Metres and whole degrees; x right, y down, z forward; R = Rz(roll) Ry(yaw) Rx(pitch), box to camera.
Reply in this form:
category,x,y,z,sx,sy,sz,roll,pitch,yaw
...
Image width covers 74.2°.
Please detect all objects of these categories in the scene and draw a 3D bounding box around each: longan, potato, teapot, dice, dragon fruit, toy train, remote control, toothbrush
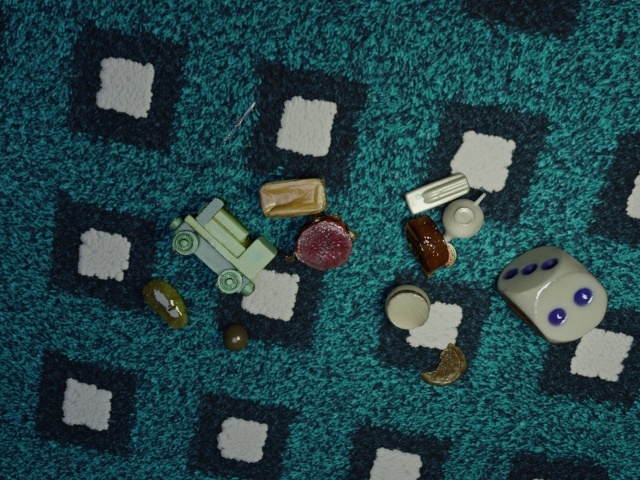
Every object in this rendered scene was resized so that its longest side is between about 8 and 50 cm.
category,x,y,z,sx,sy,sz,roll,pitch,yaw
longan,-0.341,0.381,1.671,0.119,0.106,0.106,15,104,42
potato,-0.601,0.247,1.655,0.117,0.090,0.225,-37,96,8
teapot,0.527,-0.088,1.546,0.145,0.092,0.226,44,92,10
dice,0.812,0.187,1.504,0.251,0.259,0.243,-42,98,8
dragon fruit,0.000,0.000,1.571,0.283,0.147,0.210,-19,108,9
toy train,-0.359,0.019,1.577,0.397,0.160,0.253,44,92,-6
remote control,0.429,-0.174,1.557,0.231,0.049,0.090,-22,96,7
toothbrush,-0.298,-0.437,1.555,0.013,0.019,0.193,41,98,-4

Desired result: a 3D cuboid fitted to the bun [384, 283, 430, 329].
category,x,y,z,sx,sy,sz,roll,pitch,yaw
bun,0.327,0.244,1.602,0.173,0.120,0.172,2,105,8

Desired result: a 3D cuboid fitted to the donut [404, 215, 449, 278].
category,x,y,z,sx,sy,sz,roll,pitch,yaw
donut,0.395,0.017,1.548,0.126,0.144,0.186,-27,62,-9

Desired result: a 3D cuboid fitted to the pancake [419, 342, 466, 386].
category,x,y,z,sx,sy,sz,roll,pitch,yaw
pancake,0.492,0.498,1.692,0.185,0.020,0.190,3,100,3

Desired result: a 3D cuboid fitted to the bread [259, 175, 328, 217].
category,x,y,z,sx,sy,sz,roll,pitch,yaw
bread,-0.097,-0.157,1.553,0.242,0.107,0.136,-7,97,3

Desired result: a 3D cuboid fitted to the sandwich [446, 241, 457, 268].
category,x,y,z,sx,sy,sz,roll,pitch,yaw
sandwich,0.482,0.051,1.609,0.069,0.026,0.101,-36,94,12
